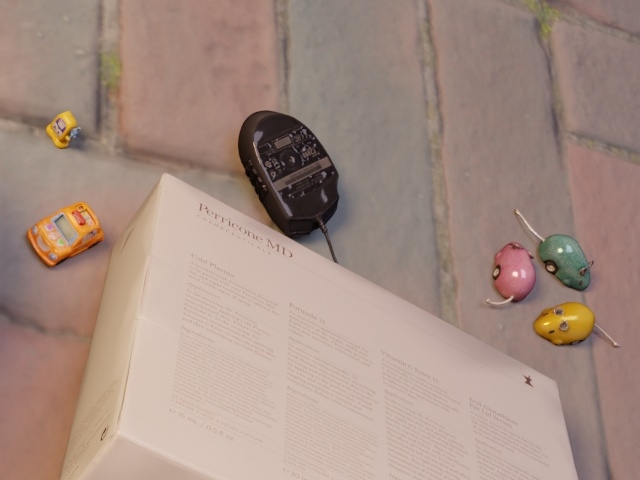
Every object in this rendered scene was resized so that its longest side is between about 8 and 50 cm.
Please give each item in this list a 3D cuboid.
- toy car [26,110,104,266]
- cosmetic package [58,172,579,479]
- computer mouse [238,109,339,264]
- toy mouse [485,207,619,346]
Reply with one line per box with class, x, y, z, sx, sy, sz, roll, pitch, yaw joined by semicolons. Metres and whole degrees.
toy car;-0.197;-0.043;0.980;0.060;0.040;0.122;-8;70;-37
cosmetic package;0.018;0.141;0.925;0.377;0.097;0.284;29;32;-18
computer mouse;0.000;0.000;1.099;0.071;0.041;0.242;-25;86;-32
toy mouse;0.213;0.027;1.226;0.161;0.031;0.143;4;62;-33
